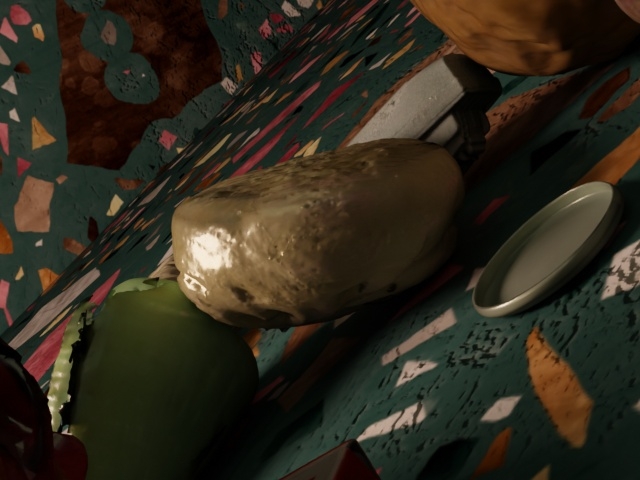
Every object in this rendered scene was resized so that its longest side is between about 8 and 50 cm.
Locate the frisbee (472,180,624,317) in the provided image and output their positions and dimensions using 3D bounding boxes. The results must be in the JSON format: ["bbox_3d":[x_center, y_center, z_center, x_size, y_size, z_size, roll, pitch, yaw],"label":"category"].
[{"bbox_3d":[0.134,0.006,0.782,0.110,0.014,0.110,-42,12,11],"label":"frisbee"}]

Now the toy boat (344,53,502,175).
[{"bbox_3d":[0.050,-0.043,1.081,0.078,0.085,0.260,-7,-32,-49],"label":"toy boat"}]

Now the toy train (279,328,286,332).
[{"bbox_3d":[-0.039,0.061,1.142,0.017,0.017,0.083,-42,12,-3],"label":"toy train"}]

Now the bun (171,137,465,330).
[{"bbox_3d":[0.000,0.000,0.945,0.210,0.116,0.237,-15,7,-5],"label":"bun"}]

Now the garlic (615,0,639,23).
[{"bbox_3d":[0.246,-0.205,0.681,0.245,0.160,0.245,-4,34,3],"label":"garlic"}]

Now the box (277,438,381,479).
[{"bbox_3d":[-0.043,0.198,0.612,0.123,0.050,0.229,-34,15,36],"label":"box"}]

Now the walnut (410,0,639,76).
[{"bbox_3d":[0.168,-0.281,0.936,0.306,0.306,0.344,-41,-29,9],"label":"walnut"}]

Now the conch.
[{"bbox_3d":[-0.139,0.121,0.947,0.250,0.137,0.143,-51,-11,-48],"label":"conch"}]

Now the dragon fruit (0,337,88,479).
[{"bbox_3d":[-0.251,0.235,0.683,0.371,0.249,0.386,-22,41,33],"label":"dragon fruit"}]

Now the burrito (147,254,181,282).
[{"bbox_3d":[-0.152,0.083,1.304,0.117,0.076,0.392,-48,9,10],"label":"burrito"}]
